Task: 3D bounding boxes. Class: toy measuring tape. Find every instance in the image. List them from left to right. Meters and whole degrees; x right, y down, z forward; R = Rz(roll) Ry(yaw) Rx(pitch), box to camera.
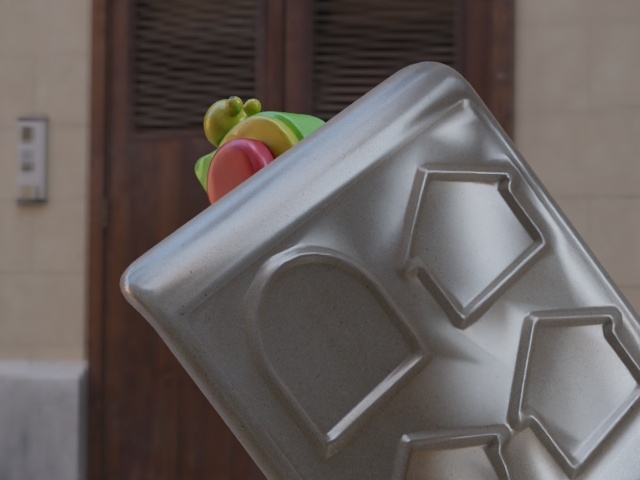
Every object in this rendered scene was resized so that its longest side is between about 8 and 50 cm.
[{"bbox_3d":[0.000,0.000,1.108,0.121,0.330,0.121,-24,-31,-15],"label":"toy measuring tape"}]

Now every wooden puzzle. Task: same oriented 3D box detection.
[{"bbox_3d":[0.075,0.085,0.955,0.322,0.348,0.080,-39,-1,-37],"label":"wooden puzzle"}]
